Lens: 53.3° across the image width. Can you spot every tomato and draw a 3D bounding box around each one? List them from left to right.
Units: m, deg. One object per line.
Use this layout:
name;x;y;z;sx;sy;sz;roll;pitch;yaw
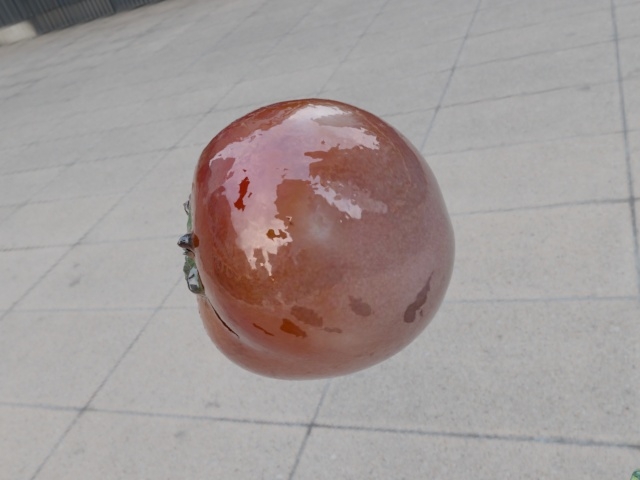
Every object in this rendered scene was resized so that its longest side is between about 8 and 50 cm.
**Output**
tomato;0.000;0.000;0.722;0.322;0.321;0.321;-15;31;9

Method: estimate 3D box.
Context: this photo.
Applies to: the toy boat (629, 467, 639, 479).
toy boat;0.461;0.215;0.736;0.109;0.292;0.099;-2;36;-23
